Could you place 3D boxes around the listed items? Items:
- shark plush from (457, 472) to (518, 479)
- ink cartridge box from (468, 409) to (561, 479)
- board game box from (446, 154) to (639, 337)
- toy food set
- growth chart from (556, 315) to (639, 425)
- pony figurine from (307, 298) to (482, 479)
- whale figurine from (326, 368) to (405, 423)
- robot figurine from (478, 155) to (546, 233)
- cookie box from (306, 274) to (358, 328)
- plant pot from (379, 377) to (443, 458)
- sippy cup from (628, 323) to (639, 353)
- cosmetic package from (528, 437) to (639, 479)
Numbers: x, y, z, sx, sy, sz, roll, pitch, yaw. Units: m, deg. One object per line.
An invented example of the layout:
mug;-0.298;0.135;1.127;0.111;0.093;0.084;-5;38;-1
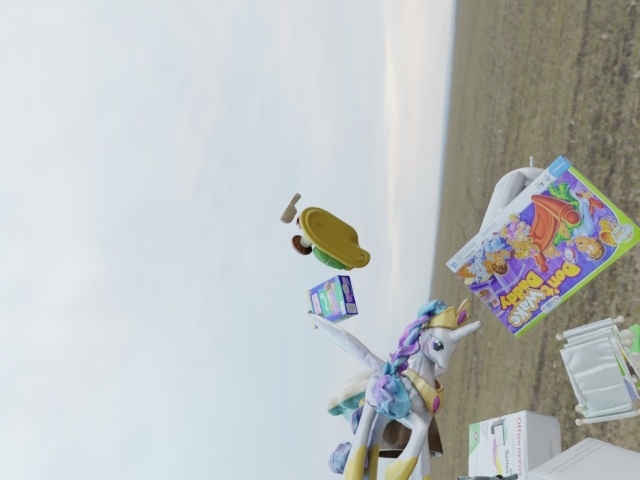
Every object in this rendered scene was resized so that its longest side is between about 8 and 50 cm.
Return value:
shark plush;0.389;0.553;1.226;0.073;0.161;0.067;-106;32;-53
ink cartridge box;0.558;0.626;1.585;0.278;0.117;0.201;129;156;-56
board game box;0.490;0.016;1.214;0.347;0.233;0.078;-49;-14;25
toy food set;0.000;0.000;1.148;0.071;0.218;0.128;-47;18;34
growth chart;0.638;0.296;1.228;0.021;0.172;0.237;-8;-96;-62
pony figurine;0.133;0.274;1.000;0.351;0.303;0.363;-5;67;61
whale figurine;0.122;0.400;1.356;0.272;0.216;0.141;56;-171;-74
robot figurine;0.537;-0.047;1.434;0.300;0.200;0.353;50;-123;-45
cookie box;0.024;0.136;1.189;0.040;0.107;0.091;10;-121;-42
plant pot;0.228;0.482;1.536;0.215;0.216;0.230;74;-164;-61
sippy cup;1.003;0.289;1.485;0.305;0.240;0.224;26;-122;-39
cosmetic package;0.452;0.546;0.871;0.217;0.156;0.384;0;-90;-39
